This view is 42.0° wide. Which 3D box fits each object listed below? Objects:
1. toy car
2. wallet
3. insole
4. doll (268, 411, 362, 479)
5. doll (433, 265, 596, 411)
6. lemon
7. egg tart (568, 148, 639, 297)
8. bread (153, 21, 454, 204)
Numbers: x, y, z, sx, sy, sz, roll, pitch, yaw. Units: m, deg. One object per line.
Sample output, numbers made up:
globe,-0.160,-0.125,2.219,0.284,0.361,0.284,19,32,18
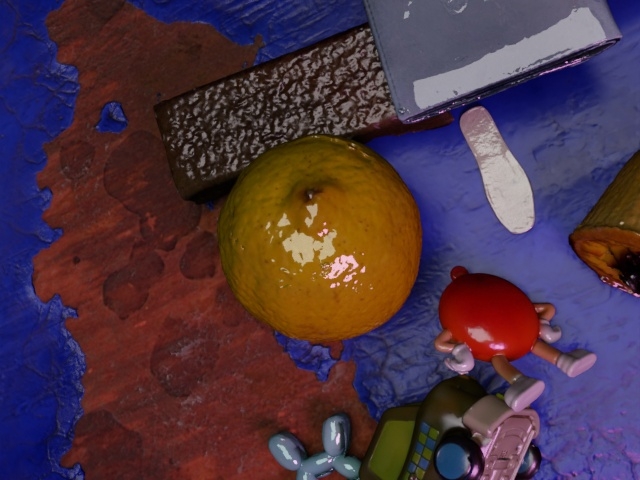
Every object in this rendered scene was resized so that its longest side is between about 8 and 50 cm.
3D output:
toy car,0.150,0.289,1.090,0.198,0.204,0.247,26,95,39
wallet,0.201,-0.309,1.058,0.291,0.054,0.251,-17,80,19
insole,0.249,-0.100,1.167,0.063,0.010,0.191,-25,79,13
doll,-0.008,0.337,1.181,0.159,0.059,0.158,-27,78,11
doll,0.228,0.119,1.090,0.183,0.085,0.217,-22,50,-29
lemon,0.000,-0.001,1.091,0.293,0.293,0.292,-1,85,16
egg tart,0.428,-0.008,1.016,0.215,0.215,0.170,26,79,17
bread,-0.032,-0.186,1.205,0.417,0.113,0.165,-16,80,16
